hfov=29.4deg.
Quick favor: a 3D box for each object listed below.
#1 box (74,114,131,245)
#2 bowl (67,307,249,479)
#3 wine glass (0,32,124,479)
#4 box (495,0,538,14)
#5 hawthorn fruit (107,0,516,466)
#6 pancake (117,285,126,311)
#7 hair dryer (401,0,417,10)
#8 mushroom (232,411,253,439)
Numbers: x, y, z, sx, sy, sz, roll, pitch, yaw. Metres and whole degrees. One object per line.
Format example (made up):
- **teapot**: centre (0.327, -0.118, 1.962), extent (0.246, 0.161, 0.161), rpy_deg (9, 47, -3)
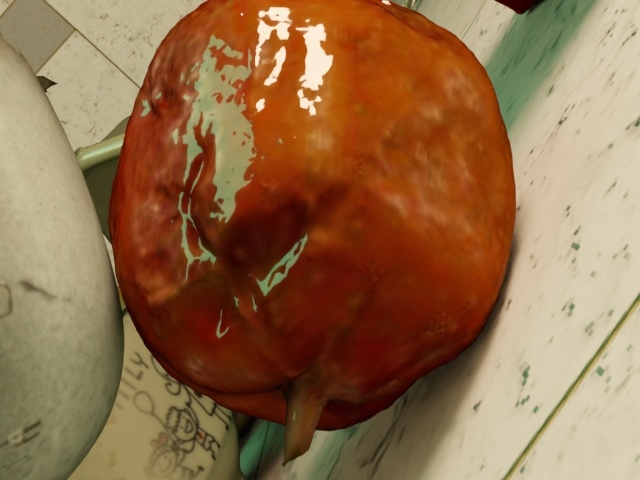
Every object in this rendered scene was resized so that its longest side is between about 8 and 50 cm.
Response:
- **box**: centre (-0.056, -0.087, 1.013), extent (0.274, 0.138, 0.178), rpy_deg (-14, 30, 34)
- **bowl**: centre (-0.121, 0.169, 0.712), extent (0.238, 0.126, 0.238), rpy_deg (-60, 6, 10)
- **wine glass**: centre (-0.179, 0.078, 0.461), extent (0.238, 0.238, 0.323), rpy_deg (131, 134, -64)
- **box**: centre (0.017, -0.247, 0.622), extent (0.089, 0.313, 0.197), rpy_deg (-65, 7, -8)
- **hawthorn fruit**: centre (0.001, -0.013, 0.482), extent (0.173, 0.173, 0.179), rpy_deg (-60, 34, 8)
- **pancake**: centre (-0.092, -0.024, 1.276), extent (0.387, 0.082, 0.387), rpy_deg (-42, 4, 4)
- **hair dryer**: centre (0.139, -0.352, 1.448), extent (0.206, 0.075, 0.237), rpy_deg (-84, 16, -61)
- **mushroom**: centre (-0.052, 0.040, 0.789), extent (0.128, 0.128, 0.350), rpy_deg (-64, 4, -35)
